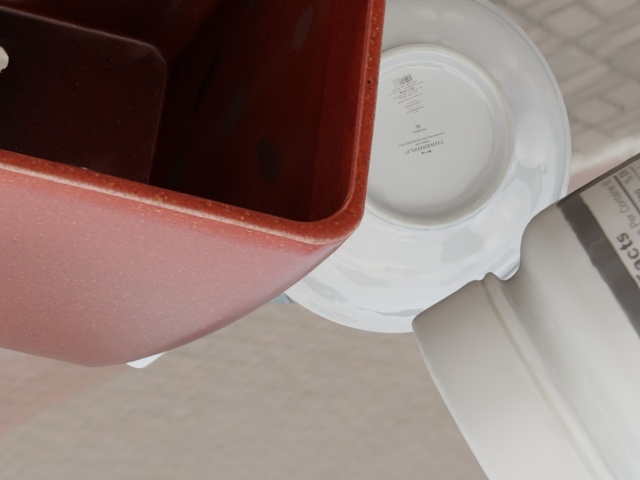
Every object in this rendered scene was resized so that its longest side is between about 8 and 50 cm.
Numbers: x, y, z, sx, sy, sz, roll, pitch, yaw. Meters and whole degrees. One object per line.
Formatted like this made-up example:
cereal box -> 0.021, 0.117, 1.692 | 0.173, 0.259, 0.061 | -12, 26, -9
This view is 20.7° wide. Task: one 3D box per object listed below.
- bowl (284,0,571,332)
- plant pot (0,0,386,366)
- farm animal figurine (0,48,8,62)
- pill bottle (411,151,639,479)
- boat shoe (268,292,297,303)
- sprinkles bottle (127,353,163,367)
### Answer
bowl -> 0.071, -0.075, 1.381 | 0.298, 0.297, 0.134 | -17, 180, -8
plant pot -> -0.131, -0.089, 0.711 | 0.267, 0.267, 0.236 | 13, 150, -10
farm animal figurine -> -0.228, -0.200, 1.230 | 0.172, 0.330, 0.327 | 10, -177, -33
pill bottle -> 0.251, 0.029, 1.067 | 0.361, 0.204, 0.204 | -31, 159, 7
boat shoe -> 0.001, -0.001, 1.726 | 0.320, 0.103, 0.118 | -3, 164, -4
sprinkles bottle -> -0.104, -0.006, 1.962 | 0.355, 0.121, 0.121 | -38, 157, 11
